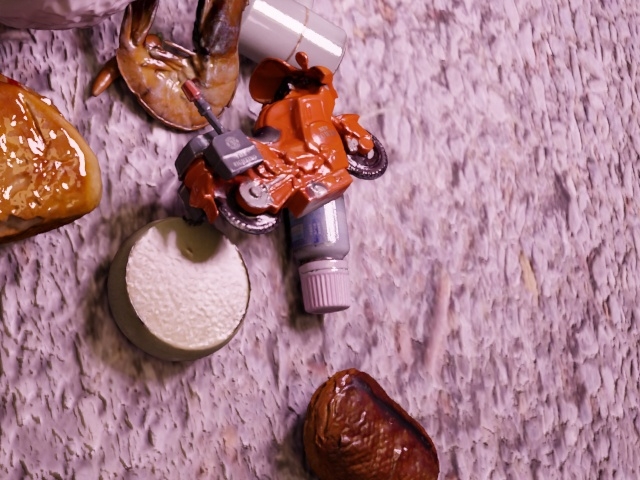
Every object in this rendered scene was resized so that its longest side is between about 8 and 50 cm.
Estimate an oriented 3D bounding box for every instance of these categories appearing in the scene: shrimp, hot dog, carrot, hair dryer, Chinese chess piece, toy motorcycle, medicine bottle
[{"bbox_3d":[-0.186,-0.291,1.544,0.178,0.075,0.289,-2,118,-28],"label":"shrimp"},{"bbox_3d":[0.069,0.275,1.586,0.227,0.099,0.160,46,57,-16],"label":"hot dog"},{"bbox_3d":[-0.262,-0.240,1.557,0.142,0.035,0.035,-44,102,-28],"label":"carrot"},{"bbox_3d":[-0.038,-0.401,1.727,0.173,0.107,0.357,28,54,-25],"label":"hair dryer"},{"bbox_3d":[-0.457,-0.081,1.290,0.405,0.185,0.223,-18,88,-36],"label":"hot dog"},{"bbox_3d":[-0.183,0.063,1.496,0.188,0.083,0.188,9,72,-28],"label":"Chinese chess piece"},{"bbox_3d":[-0.062,-0.132,1.536,0.325,0.148,0.221,-28,74,-42],"label":"toy motorcycle"},{"bbox_3d":[0.000,0.000,1.628,0.083,0.083,0.203,2,74,-33],"label":"medicine bottle"}]

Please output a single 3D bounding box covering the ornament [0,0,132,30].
[{"bbox_3d":[-0.328,-0.426,1.384,0.337,0.337,0.337,10,71,-31],"label":"ornament"}]
